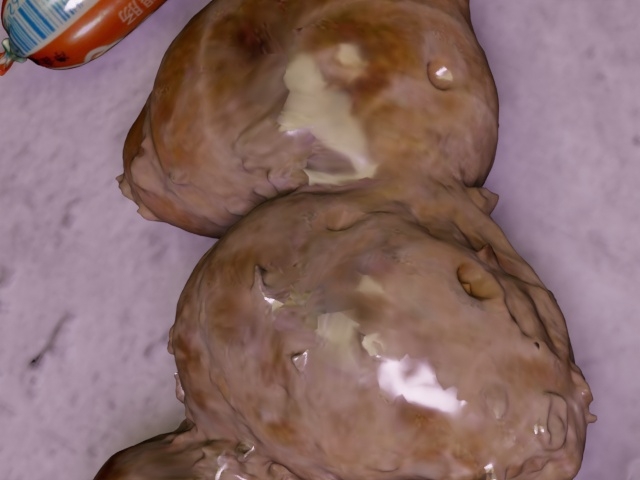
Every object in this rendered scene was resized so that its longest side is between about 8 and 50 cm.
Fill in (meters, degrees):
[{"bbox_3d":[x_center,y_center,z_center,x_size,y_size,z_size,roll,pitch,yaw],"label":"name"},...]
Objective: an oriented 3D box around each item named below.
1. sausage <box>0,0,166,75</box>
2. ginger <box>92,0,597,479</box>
[{"bbox_3d":[-0.083,-0.181,1.046,0.264,0.083,0.083,-41,64,4],"label":"sausage"},{"bbox_3d":[0.000,0.000,0.907,0.256,0.176,0.375,-11,68,32],"label":"ginger"}]
